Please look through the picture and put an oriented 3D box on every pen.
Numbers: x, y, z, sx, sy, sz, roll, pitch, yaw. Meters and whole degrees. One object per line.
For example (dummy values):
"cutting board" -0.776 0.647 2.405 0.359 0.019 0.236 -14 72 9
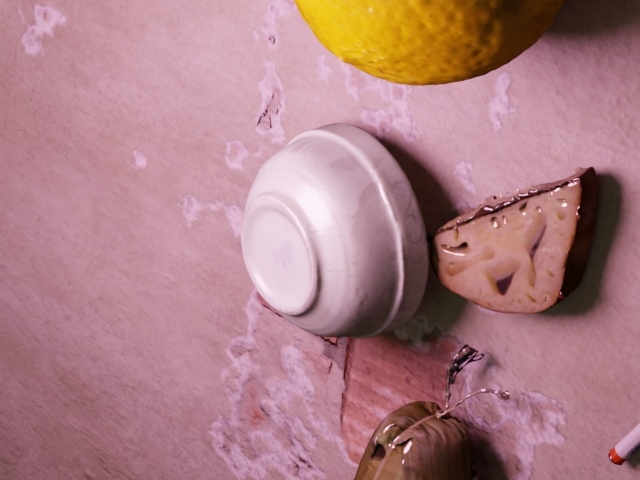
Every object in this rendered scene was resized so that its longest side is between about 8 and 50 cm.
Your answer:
"pen" 0.443 0.222 1.742 0.026 0.026 0.218 46 131 15

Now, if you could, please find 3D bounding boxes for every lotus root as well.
"lotus root" 0.264 0.010 1.769 0.260 0.074 0.170 -13 100 40

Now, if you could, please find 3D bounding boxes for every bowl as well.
"bowl" 0.000 0.000 1.879 0.307 0.163 0.307 26 124 45

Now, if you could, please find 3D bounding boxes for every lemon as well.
"lemon" 0.115 -0.351 1.564 0.387 0.349 0.350 -8 103 46

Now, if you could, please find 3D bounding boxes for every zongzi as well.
"zongzi" 0.079 0.343 2.008 0.418 0.181 0.447 16 115 46
